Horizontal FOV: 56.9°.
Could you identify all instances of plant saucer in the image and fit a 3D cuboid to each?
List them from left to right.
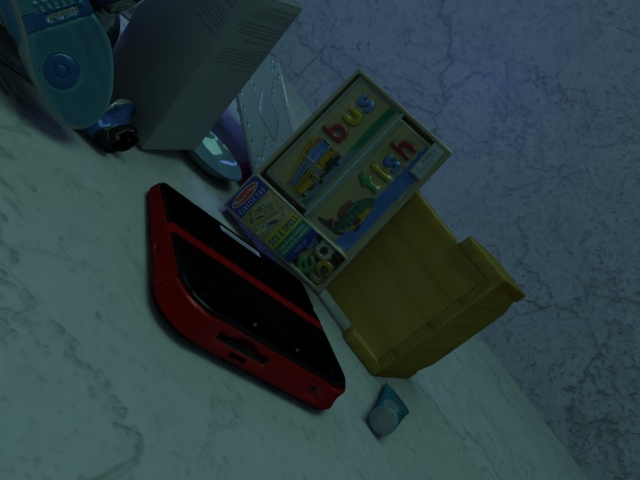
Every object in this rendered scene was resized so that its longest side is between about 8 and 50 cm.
[{"bbox_3d":[-0.256,-0.196,1.308,0.195,0.037,0.195,45,16,-16],"label":"plant saucer"}]

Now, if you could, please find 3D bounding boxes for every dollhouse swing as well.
[{"bbox_3d":[0.211,0.092,1.360,0.315,0.347,0.305,25,28,-58],"label":"dollhouse swing"}]

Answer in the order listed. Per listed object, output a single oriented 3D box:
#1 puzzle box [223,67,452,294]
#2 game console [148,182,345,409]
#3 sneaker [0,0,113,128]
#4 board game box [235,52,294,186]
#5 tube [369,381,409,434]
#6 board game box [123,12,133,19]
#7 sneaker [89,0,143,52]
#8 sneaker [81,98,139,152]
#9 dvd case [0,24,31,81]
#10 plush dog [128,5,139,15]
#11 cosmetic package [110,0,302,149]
[{"bbox_3d":[0.037,-0.125,1.223,0.272,0.409,0.052,43,-5,5],"label":"puzzle box"},{"bbox_3d":[-0.124,0.094,0.988,0.386,0.060,0.342,40,13,-37],"label":"game console"},{"bbox_3d":[-0.431,-0.327,0.890,0.127,0.208,0.318,-28,116,-38],"label":"sneaker"},{"bbox_3d":[-0.156,-0.326,1.564,0.390,0.050,0.389,-23,101,-74],"label":"board game box"},{"bbox_3d":[0.141,0.332,1.172,0.080,0.052,0.207,58,11,11],"label":"tube"},{"bbox_3d":[-0.585,-0.745,1.616,0.319,0.066,0.318,33,23,-47],"label":"board game box"},{"bbox_3d":[-0.359,-0.376,0.984,0.323,0.130,0.236,27,-39,27],"label":"sneaker"},{"bbox_3d":[-0.342,-0.193,1.011,0.084,0.058,0.152,43,20,-5],"label":"sneaker"},{"bbox_3d":[-0.487,-0.322,0.982,0.253,0.022,0.180,37,20,-39],"label":"dvd case"},{"bbox_3d":[-0.537,-0.625,1.344,0.225,0.211,0.262,43,-18,29],"label":"plush dog"},{"bbox_3d":[-0.235,-0.357,1.083,0.197,0.365,0.155,55,31,14],"label":"cosmetic package"}]
